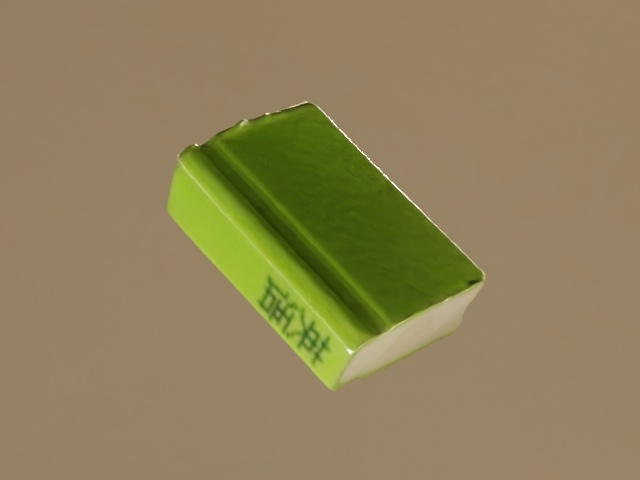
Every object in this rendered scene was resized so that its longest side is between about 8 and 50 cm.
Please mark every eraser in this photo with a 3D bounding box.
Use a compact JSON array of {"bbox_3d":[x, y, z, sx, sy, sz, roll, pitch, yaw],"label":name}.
[{"bbox_3d":[0.000,0.000,1.795,0.210,0.092,0.274,-24,-118,-44],"label":"eraser"}]
